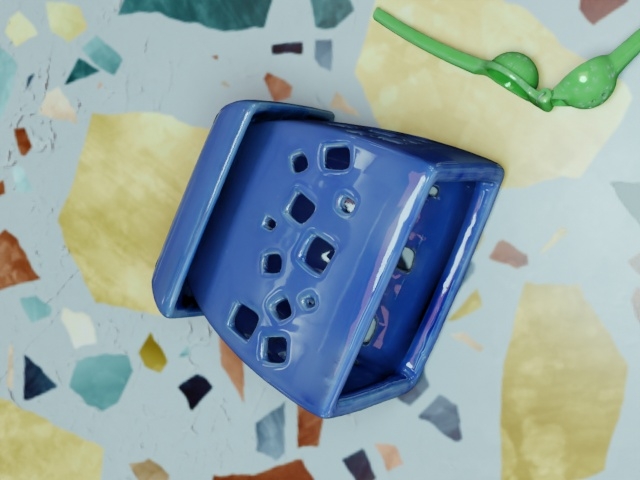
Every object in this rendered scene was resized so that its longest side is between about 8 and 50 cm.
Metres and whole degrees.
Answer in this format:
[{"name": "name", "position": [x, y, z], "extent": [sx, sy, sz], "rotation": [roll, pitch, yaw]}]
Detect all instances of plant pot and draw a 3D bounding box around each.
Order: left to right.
[{"name": "plant pot", "position": [0.000, 0.000, 1.560], "extent": [0.212, 0.236, 0.236], "rotation": [25, 100, 19]}]

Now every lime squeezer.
[{"name": "lime squeezer", "position": [0.197, -0.169, 1.583], "extent": [0.310, 0.059, 0.110], "rotation": [-3, 93, 15]}]
